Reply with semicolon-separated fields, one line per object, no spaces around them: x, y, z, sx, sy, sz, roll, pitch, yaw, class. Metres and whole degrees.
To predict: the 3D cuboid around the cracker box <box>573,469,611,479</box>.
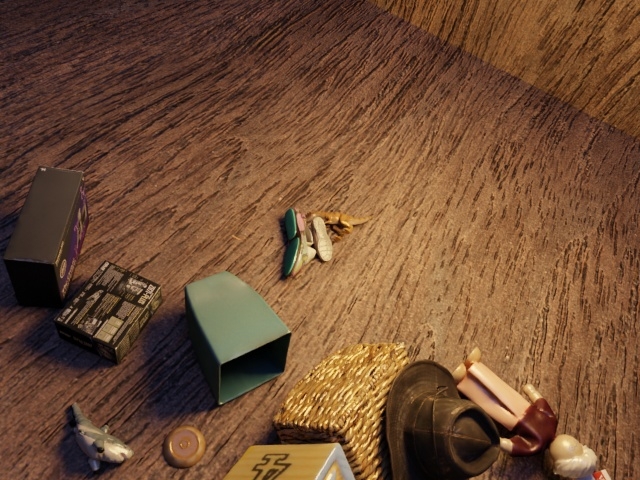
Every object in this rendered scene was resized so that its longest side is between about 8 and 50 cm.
0.541;0.596;1.109;0.232;0.067;0.156;-7;55;-22;cracker box

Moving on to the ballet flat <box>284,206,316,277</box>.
-0.053;0.008;1.409;0.079;0.077;0.222;21;46;-29;ballet flat

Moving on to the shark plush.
-0.437;0.381;1.026;0.161;0.073;0.067;24;26;30;shark plush

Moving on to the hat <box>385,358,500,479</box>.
0.269;0.387;1.045;0.331;0.134;0.331;19;64;-45;hat

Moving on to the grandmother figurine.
0.454;0.403;1.197;0.342;0.104;0.208;37;59;25;grandmother figurine

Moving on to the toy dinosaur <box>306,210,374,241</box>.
0.066;-0.055;1.491;0.211;0.064;0.112;6;50;-12;toy dinosaur

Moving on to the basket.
0.066;0.377;1.081;0.299;0.213;0.223;-36;107;-48;basket

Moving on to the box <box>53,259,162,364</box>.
-0.459;0.154;1.161;0.147;0.077;0.180;23;50;3;box

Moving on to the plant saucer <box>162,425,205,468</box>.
-0.272;0.409;1.055;0.083;0.015;0.083;8;51;-10;plant saucer

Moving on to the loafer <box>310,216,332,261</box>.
0.000;0.000;1.442;0.045;0.039;0.125;-5;75;-29;loafer

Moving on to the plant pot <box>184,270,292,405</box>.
-0.202;0.194;1.158;0.165;0.165;0.234;-21;53;-29;plant pot

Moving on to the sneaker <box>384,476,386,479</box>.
0.094;0.532;1.032;0.215;0.084;0.083;-32;90;-36;sneaker

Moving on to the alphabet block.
-0.055;0.473;0.878;0.193;0.197;0.192;-35;106;-58;alphabet block

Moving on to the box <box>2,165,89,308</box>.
-0.601;-0.008;1.180;0.103;0.184;0.261;6;52;-11;box
